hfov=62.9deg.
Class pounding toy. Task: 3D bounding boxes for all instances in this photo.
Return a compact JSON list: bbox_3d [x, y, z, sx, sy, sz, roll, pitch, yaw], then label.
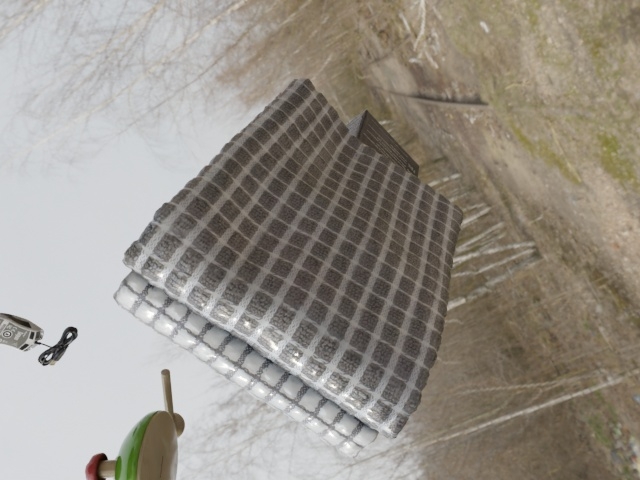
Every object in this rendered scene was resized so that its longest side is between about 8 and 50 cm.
[{"bbox_3d":[-0.322,0.368,0.907,0.237,0.110,0.183,-89,-5,-55],"label":"pounding toy"}]

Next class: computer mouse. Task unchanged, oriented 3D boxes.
[{"bbox_3d":[-0.633,0.198,1.118,0.193,0.106,0.042,35,-172,-35],"label":"computer mouse"}]

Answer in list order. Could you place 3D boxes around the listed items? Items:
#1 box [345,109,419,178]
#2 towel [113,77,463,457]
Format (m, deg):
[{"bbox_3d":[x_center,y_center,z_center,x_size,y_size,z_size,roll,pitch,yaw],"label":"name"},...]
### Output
[{"bbox_3d":[0.072,-0.090,0.877,0.153,0.108,0.207,42,-140,-21],"label":"box"},{"bbox_3d":[0.000,0.000,0.462,0.235,0.121,0.284,32,-136,-4],"label":"towel"}]
